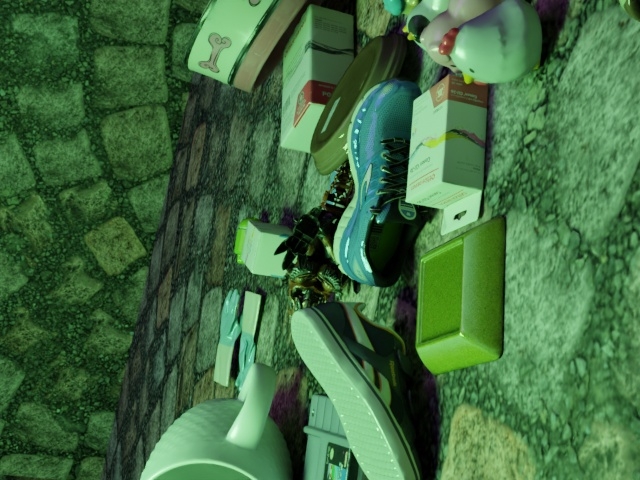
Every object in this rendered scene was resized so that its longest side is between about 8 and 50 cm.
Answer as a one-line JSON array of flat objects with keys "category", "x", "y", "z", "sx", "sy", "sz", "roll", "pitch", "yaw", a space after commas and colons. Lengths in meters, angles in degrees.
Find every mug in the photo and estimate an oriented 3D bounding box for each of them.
[{"category": "mug", "x": -0.165, "y": 0.397, "z": 1.824, "sx": 0.328, "sy": 0.276, "sz": 0.374, "roll": -81, "pitch": 13, "yaw": -72}]

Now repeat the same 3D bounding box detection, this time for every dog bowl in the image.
[{"category": "dog bowl", "x": -0.107, "y": -0.483, "z": 2.077, "sx": 0.408, "sy": 0.150, "sz": 0.408, "roll": -54, "pitch": 3, "yaw": 4}]

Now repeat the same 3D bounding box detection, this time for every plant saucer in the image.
[{"category": "plant saucer", "x": 0.057, "y": -0.241, "z": 1.733, "sx": 0.278, "sy": 0.041, "sz": 0.278, "roll": -56, "pitch": 16, "yaw": 24}, {"category": "plant saucer", "x": 0.178, "y": 0.074, "z": 1.341, "sx": 0.188, "sy": 0.045, "sz": 0.188, "roll": 146, "pitch": 131, "yaw": -64}]

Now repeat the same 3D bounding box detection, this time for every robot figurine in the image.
[{"category": "robot figurine", "x": -0.163, "y": -0.001, "z": 2.339, "sx": 0.101, "sy": 0.067, "sz": 0.115, "roll": 171, "pitch": 109, "yaw": -75}]

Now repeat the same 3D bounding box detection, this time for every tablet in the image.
[{"category": "tablet", "x": 0.023, "y": -0.092, "z": 1.937, "sx": 0.054, "sy": 0.006, "sz": 0.083, "roll": -138, "pitch": 61, "yaw": -69}]

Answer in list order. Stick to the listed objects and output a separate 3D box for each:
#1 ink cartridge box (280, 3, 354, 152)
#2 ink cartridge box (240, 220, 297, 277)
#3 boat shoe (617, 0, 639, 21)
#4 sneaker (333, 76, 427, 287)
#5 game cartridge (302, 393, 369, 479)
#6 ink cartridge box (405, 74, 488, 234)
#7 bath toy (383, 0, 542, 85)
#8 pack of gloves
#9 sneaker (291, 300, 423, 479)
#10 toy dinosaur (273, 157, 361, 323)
[{"category": "ink cartridge box", "x": -0.006, "y": -0.317, "z": 1.992, "sx": 0.172, "sy": 0.100, "sz": 0.237, "roll": 131, "pitch": 145, "yaw": -57}, {"category": "ink cartridge box", "x": -0.108, "y": 0.016, "z": 2.133, "sx": 0.143, "sy": 0.092, "sz": 0.090, "roll": -140, "pitch": 61, "yaw": -70}, {"category": "boat shoe", "x": 0.351, "y": -0.349, "z": 0.986, "sx": 0.095, "sy": 0.095, "sz": 0.258, "roll": -98, "pitch": 25, "yaw": -57}, {"category": "sneaker", "x": 0.114, "y": -0.081, "z": 1.524, "sx": 0.147, "sy": 0.129, "sz": 0.330, "roll": -145, "pitch": 58, "yaw": -61}, {"category": "game cartridge", "x": 0.017, "y": 0.430, "z": 1.611, "sx": 0.230, "sy": 0.068, "sz": 0.355, "roll": 161, "pitch": 117, "yaw": -74}, {"category": "ink cartridge box", "x": 0.175, "y": -0.117, "z": 1.410, "sx": 0.115, "sy": 0.067, "sz": 0.198, "roll": 148, "pitch": 129, "yaw": -66}, {"category": "bath toy", "x": 0.186, "y": -0.301, "z": 1.379, "sx": 0.348, "sy": 0.128, "sz": 0.152, "roll": -113, "pitch": 17, "yaw": -59}, {"category": "pack of gloves", "x": -0.178, "y": 0.230, "z": 2.336, "sx": 0.195, "sy": 0.046, "sz": 0.232, "roll": 8, "pitch": 91, "yaw": 60}, {"category": "sneaker", "x": 0.084, "y": 0.216, "z": 1.450, "sx": 0.321, "sy": 0.127, "sz": 0.126, "roll": 60, "pitch": 149, "yaw": 25}, {"category": "toy dinosaur", "x": 0.000, "y": 0.000, "z": 1.760, "sx": 0.218, "sy": 0.164, "sz": 0.322, "roll": -107, "pitch": 13, "yaw": -82}]
